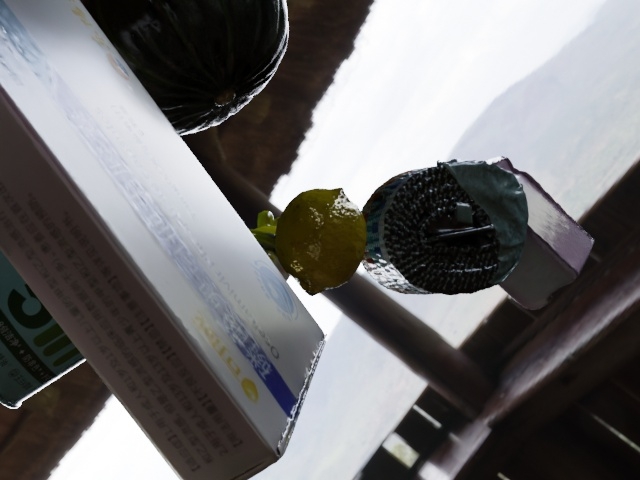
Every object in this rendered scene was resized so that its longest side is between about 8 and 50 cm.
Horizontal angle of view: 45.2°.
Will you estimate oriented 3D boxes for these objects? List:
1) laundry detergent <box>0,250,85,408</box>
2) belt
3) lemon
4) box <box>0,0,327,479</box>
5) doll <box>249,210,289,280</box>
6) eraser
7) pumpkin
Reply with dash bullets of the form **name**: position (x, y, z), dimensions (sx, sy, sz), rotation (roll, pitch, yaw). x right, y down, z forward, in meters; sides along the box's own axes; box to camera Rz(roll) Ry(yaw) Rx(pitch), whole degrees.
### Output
- **laundry detergent**: position (-0.331, 0.008, 0.974), dimensions (0.305, 0.287, 0.287), rotation (-33, -13, -15)
- **belt**: position (0.188, -0.019, 1.170), dimensions (0.258, 0.207, 0.150), rotation (-10, 3, -21)
- **lemon**: position (0.000, 0.000, 0.902), dimensions (0.109, 0.109, 0.133), rotation (10, -85, -81)
- **box**: position (-0.130, -0.025, 0.493), dimensions (0.065, 0.343, 0.200), rotation (-34, 7, 13)
- **doll**: position (-0.088, 0.066, 0.965), dimensions (0.098, 0.135, 0.241), rotation (62, -140, -46)
- **eraser**: position (0.364, -0.025, 1.429), dimensions (0.122, 0.272, 0.359), rotation (-47, -9, 24)
- **pumpkin**: position (-0.161, -0.233, 0.854), dimensions (0.250, 0.216, 0.250), rotation (-39, 5, 4)
